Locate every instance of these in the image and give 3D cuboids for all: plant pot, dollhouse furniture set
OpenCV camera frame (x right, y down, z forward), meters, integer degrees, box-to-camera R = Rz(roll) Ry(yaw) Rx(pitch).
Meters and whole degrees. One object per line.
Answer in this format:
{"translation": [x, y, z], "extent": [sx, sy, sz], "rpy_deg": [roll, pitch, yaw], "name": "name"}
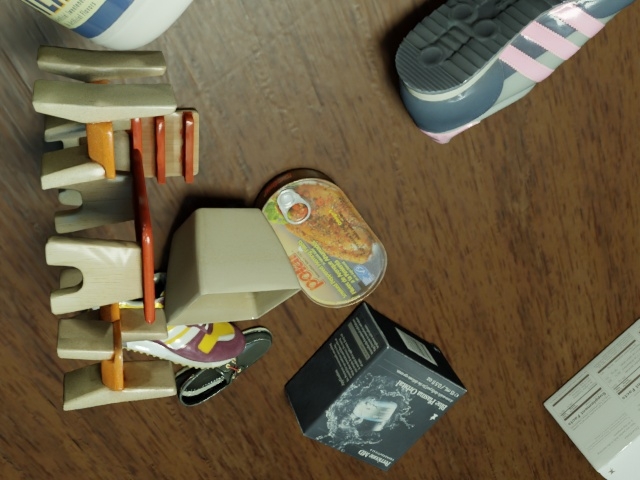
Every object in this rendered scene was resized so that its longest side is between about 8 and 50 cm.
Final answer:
{"translation": [-0.099, 0.024, 0.792], "extent": [0.109, 0.096, 0.109], "rpy_deg": [-2, 160, -32], "name": "plant pot"}
{"translation": [-0.155, -0.035, 0.654], "extent": [0.135, 0.259, 0.262], "rpy_deg": [-3, 122, -16], "name": "dollhouse furniture set"}

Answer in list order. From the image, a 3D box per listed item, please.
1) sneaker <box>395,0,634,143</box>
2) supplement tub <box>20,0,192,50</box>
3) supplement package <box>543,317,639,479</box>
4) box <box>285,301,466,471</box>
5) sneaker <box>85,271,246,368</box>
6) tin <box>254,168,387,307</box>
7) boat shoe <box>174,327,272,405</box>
{"translation": [0.218, -0.217, 0.796], "extent": [0.319, 0.112, 0.131], "rpy_deg": [-31, 151, -4], "name": "sneaker"}
{"translation": [-0.210, -0.296, 0.487], "extent": [0.325, 0.235, 0.235], "rpy_deg": [26, 108, -31], "name": "supplement tub"}
{"translation": [0.512, 0.244, 1.147], "extent": [0.262, 0.145, 0.204], "rpy_deg": [-45, 125, 10], "name": "supplement package"}
{"translation": [0.069, 0.189, 0.980], "extent": [0.156, 0.093, 0.158], "rpy_deg": [33, 106, -33], "name": "box"}
{"translation": [-0.157, 0.082, 0.843], "extent": [0.186, 0.069, 0.084], "rpy_deg": [15, 119, -28], "name": "sneaker"}
{"translation": [0.000, 0.000, 0.872], "extent": [0.106, 0.040, 0.189], "rpy_deg": [-38, 126, 0], "name": "tin"}
{"translation": [-0.112, 0.152, 0.921], "extent": [0.133, 0.042, 0.049], "rpy_deg": [-31, 124, -2], "name": "boat shoe"}
